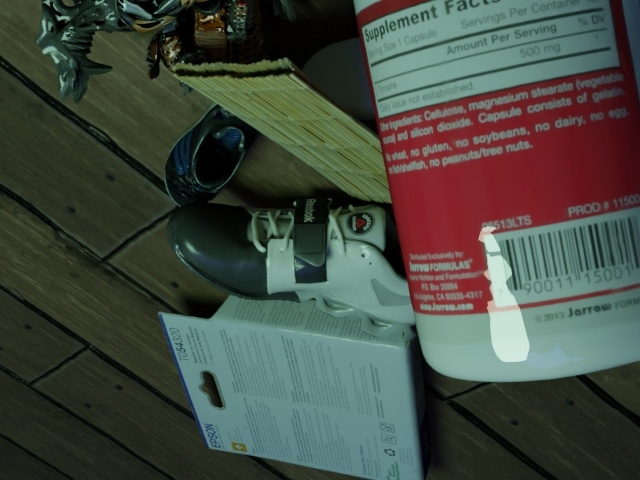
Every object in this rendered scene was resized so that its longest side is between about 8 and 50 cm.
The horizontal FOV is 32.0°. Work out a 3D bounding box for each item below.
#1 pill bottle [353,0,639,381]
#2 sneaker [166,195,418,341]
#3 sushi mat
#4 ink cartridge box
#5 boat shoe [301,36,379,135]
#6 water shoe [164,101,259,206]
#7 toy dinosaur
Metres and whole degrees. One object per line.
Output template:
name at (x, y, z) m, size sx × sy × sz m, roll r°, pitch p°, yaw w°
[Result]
pill bottle at (0.152, -0.116, 0.838) m, size 0.229 × 0.229 × 0.408 m, roll -9°, pitch 93°, yaw 29°
sneaker at (0.000, 0.000, 1.231) m, size 0.330 × 0.122 × 0.146 m, roll 16°, pitch 135°, yaw -21°
sushi mat at (0.008, -0.097, 1.079) m, size 0.151 × 0.019 × 0.316 m, roll 6°, pitch 165°, yaw 37°
ink cartridge box at (-0.023, 0.196, 1.498) m, size 0.330 × 0.071 × 0.324 m, roll 9°, pitch 139°, yaw 17°
boat shoe at (0.133, -0.137, 1.041) m, size 0.301 × 0.108 × 0.102 m, roll -4°, pitch 155°, yaw 24°
water shoe at (-0.129, -0.084, 1.215) m, size 0.073 × 0.080 × 0.203 m, roll 27°, pitch 139°, yaw -10°
toy dinosaur at (-0.146, -0.244, 1.032) m, size 0.218 × 0.164 × 0.322 m, roll -14°, pitch 113°, yaw 14°
